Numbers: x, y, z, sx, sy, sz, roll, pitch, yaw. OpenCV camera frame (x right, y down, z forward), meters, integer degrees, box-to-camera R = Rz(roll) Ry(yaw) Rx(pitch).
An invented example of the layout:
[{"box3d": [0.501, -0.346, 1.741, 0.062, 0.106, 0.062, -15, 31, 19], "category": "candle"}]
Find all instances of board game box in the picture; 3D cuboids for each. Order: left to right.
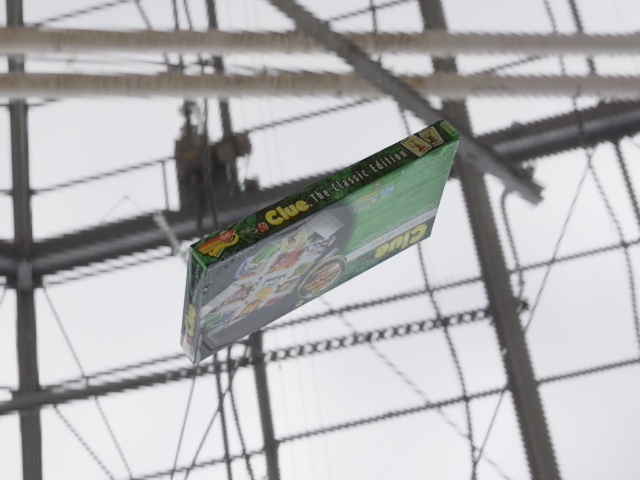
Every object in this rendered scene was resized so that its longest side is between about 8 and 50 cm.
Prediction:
[{"box3d": [0.000, 0.000, 1.171, 0.260, 0.136, 0.030, -27, -122, -29], "category": "board game box"}]
